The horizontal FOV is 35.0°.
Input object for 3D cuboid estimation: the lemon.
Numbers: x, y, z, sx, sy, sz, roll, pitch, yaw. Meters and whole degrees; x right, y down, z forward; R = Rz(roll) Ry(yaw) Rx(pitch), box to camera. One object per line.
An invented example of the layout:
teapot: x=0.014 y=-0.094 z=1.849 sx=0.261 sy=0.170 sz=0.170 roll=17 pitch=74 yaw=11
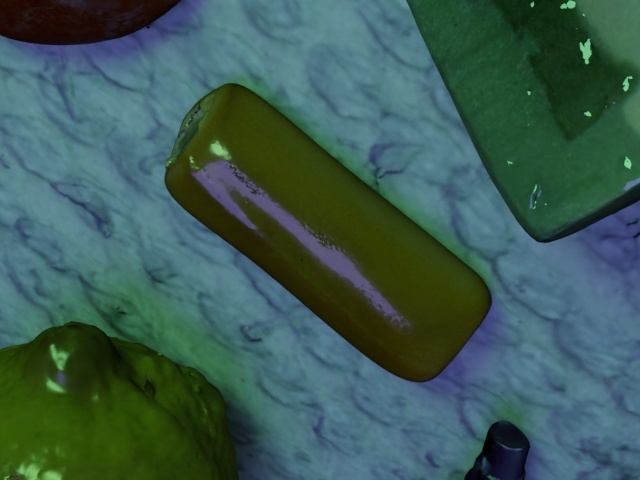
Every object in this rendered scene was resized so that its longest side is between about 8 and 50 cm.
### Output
lemon: x=-0.179 y=0.200 z=0.726 sx=0.245 sy=0.245 sz=0.320 roll=14 pitch=116 yaw=7

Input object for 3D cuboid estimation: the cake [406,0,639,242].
cake: x=0.115 y=-0.141 z=0.502 sx=0.158 sy=0.172 sz=0.284 roll=-32 pitch=104 yaw=25

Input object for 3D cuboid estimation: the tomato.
tomato: x=-0.164 y=-0.191 z=0.600 sx=0.174 sy=0.082 sz=0.167 roll=-1 pitch=117 yaw=19

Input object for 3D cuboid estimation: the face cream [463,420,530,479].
face cream: x=0.112 y=0.249 z=0.765 sx=0.078 sy=0.078 sz=0.274 roll=14 pitch=120 yaw=8

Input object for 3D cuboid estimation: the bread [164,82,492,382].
bread: x=0.000 y=0.000 z=0.664 sx=0.239 sy=0.074 sz=0.092 roll=38 pitch=126 yaw=-6
